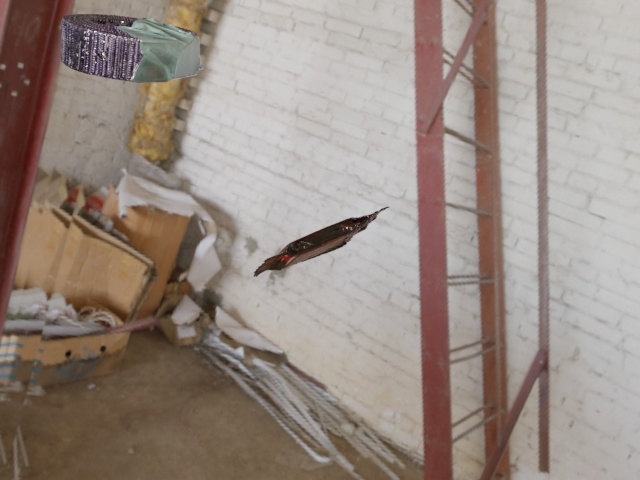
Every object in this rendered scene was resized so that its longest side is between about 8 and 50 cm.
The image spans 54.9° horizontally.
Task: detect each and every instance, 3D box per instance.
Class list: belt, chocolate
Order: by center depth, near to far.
[{"bbox_3d":[0.000,0.000,0.767,0.182,0.028,0.086,-21,-10,-24],"label":"chocolate"},{"bbox_3d":[-0.402,-0.414,1.312,0.260,0.122,0.325,16,22,9],"label":"belt"}]
